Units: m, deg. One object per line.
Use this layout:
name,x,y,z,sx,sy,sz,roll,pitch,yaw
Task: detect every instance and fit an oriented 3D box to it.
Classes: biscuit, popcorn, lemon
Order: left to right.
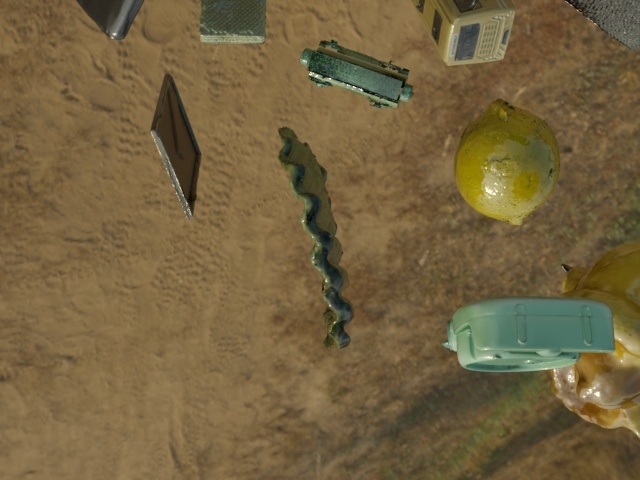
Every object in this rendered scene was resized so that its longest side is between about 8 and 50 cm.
biscuit,-0.156,-0.447,1.398,0.121,0.199,0.040,0,162,-2
lemon,0.300,-0.128,1.255,0.173,0.173,0.206,-20,120,-8
popcorn,0.441,0.123,1.096,0.297,0.281,0.316,12,118,-39

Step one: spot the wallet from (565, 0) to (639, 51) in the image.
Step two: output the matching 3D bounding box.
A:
wallet,0.352,-0.331,0.880,0.071,0.262,0.221,-58,-178,-14

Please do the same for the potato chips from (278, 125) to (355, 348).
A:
potato chips,0.000,0.000,1.274,0.070,0.358,0.429,-11,173,3

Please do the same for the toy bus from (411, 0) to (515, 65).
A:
toy bus,0.327,-0.603,1.886,0.202,0.365,0.177,-13,145,-9

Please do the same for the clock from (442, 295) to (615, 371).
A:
clock,0.213,0.105,0.834,0.148,0.060,0.188,1,164,-7

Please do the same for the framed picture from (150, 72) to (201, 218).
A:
framed picture,-0.288,-0.199,1.583,0.019,0.281,0.209,-14,122,5

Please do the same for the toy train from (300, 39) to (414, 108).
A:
toy train,0.102,-0.437,2.013,0.307,0.189,0.126,20,112,6

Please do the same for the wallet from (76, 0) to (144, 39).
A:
wallet,-0.369,-0.593,1.512,0.377,0.197,0.051,-47,167,32
